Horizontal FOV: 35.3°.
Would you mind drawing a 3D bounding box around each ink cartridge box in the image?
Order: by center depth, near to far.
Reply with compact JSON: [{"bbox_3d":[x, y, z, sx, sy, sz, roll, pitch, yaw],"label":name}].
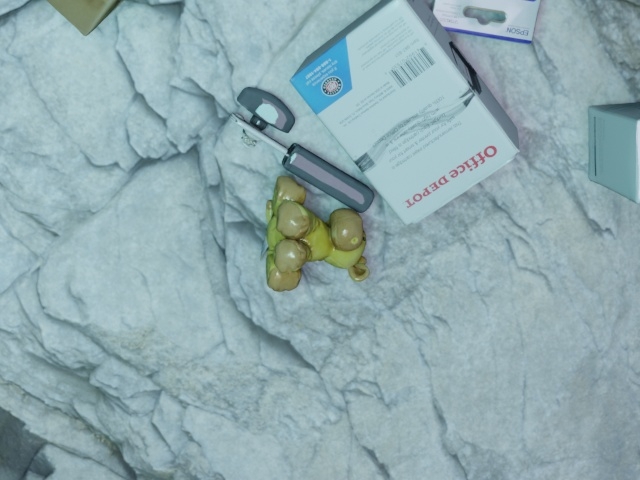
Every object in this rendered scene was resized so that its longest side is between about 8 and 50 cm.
[{"bbox_3d":[0.284,-0.510,1.596,0.176,0.069,0.371,8,101,-7],"label":"ink cartridge box"},{"bbox_3d":[0.138,-0.214,1.597,0.223,0.129,0.307,-34,105,23],"label":"ink cartridge box"}]

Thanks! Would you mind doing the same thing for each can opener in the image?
[{"bbox_3d":[-0.027,-0.145,1.658,0.280,0.074,0.093,35,98,-12],"label":"can opener"}]

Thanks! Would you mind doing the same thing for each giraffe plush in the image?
[{"bbox_3d":[0.000,0.000,1.645,0.170,0.210,0.181,5,79,-11],"label":"giraffe plush"}]

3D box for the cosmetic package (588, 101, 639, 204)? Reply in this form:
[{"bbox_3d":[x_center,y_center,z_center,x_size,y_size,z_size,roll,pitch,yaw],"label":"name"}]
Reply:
[{"bbox_3d":[0.578,-0.152,1.623,0.224,0.225,0.138,-5,104,-4],"label":"cosmetic package"}]

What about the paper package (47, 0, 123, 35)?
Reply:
[{"bbox_3d":[-0.359,-0.513,1.423,0.325,0.168,0.309,42,141,-12],"label":"paper package"}]
